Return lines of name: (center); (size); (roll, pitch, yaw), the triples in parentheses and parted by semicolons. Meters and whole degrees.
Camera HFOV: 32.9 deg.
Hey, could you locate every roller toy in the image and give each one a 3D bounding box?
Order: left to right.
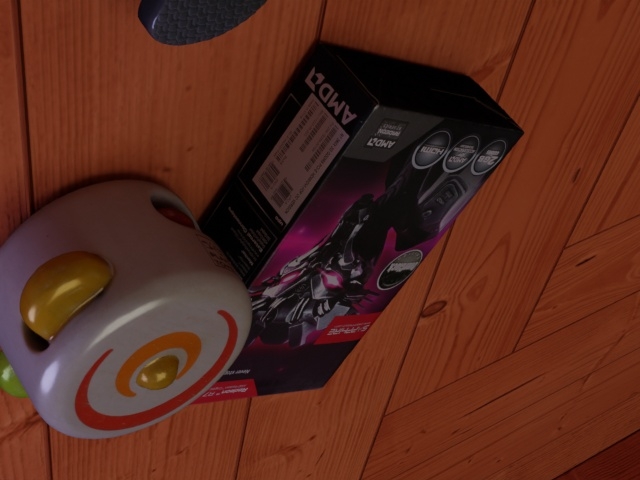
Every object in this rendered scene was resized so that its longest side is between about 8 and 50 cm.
roller toy: (-0.159, 0.059, 0.876); (0.191, 0.146, 0.209); (-19, 145, -31)

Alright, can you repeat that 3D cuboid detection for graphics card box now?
graphics card box: (0.000, 0.000, 1.022); (0.232, 0.094, 0.371); (3, 130, -49)

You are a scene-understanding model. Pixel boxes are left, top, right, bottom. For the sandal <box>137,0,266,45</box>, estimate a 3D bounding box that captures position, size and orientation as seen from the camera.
sandal: (-0.037, -0.238, 0.704); (0.254, 0.054, 0.097); (-55, 155, 10)
